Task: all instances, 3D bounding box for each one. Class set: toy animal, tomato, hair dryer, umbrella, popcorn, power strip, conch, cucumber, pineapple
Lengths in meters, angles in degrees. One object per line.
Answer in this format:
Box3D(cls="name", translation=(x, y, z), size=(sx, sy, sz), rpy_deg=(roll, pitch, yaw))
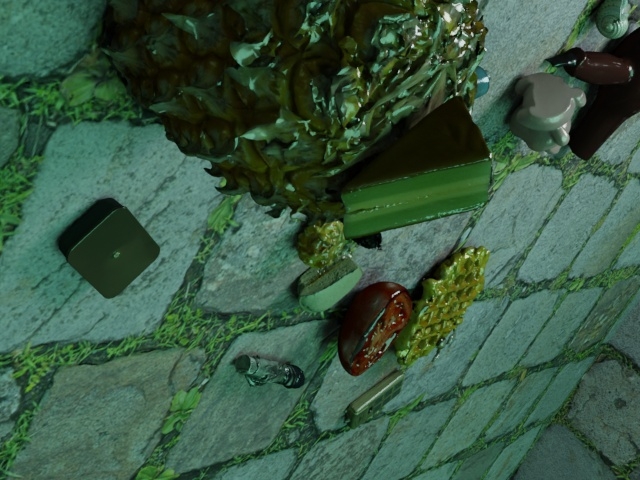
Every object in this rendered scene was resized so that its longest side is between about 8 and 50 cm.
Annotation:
Box3D(cls="toy animal", translation=(0.388, -0.200, 1.690), size=(0.124, 0.124, 0.212), rpy_deg=(-44, 158, -11))
Box3D(cls="tomato", translation=(0.081, 0.146, 1.698), size=(0.174, 0.082, 0.166), rpy_deg=(-50, 157, -9))
Box3D(cls="hair dryer", translation=(0.500, -0.282, 1.790), size=(0.340, 0.123, 0.313), rpy_deg=(-3, 139, -41))
Box3D(cls="umbrella", translation=(-0.081, 0.221, 1.591), size=(0.188, 0.046, 0.050), rpy_deg=(30, 61, -62))
Box3D(cls="popcorn", translation=(0.000, 0.000, 1.429), size=(0.082, 0.057, 0.083), rpy_deg=(-45, 149, -10))
Box3D(cls="power strip", translation=(0.112, 0.341, 2.043), size=(0.169, 0.028, 0.076), rpy_deg=(-33, 149, -29))
Box3D(cls="conch", translation=(0.509, -0.394, 1.680), size=(0.085, 0.056, 0.076), rpy_deg=(-62, 152, -52))
Box3D(cls="cucumber", translation=(0.059, -0.028, 1.488), size=(0.053, 0.053, 0.181), rpy_deg=(-46, 153, -5))
Box3D(cls="pineapple", translation=(-0.013, -0.188, 0.937), size=(0.352, 0.300, 0.352), rpy_deg=(-35, 143, -31))

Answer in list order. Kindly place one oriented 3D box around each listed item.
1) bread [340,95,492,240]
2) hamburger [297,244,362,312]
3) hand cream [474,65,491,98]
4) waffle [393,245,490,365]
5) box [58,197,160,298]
Box3D(cls="bread", translation=(0.076, -0.065, 0.872), size=(0.139, 0.084, 0.074), rpy_deg=(-15, 142, -4))
Box3D(cls="hamburger", translation=(0.010, 0.072, 1.542), size=(0.121, 0.054, 0.084), rpy_deg=(-35, 153, -19))
Box3D(cls="hand cream", translation=(0.171, -0.209, 1.440), size=(0.224, 0.048, 0.083), rpy_deg=(-29, 149, -25))
Box3D(cls="waffle", translation=(0.243, 0.128, 1.941), size=(0.280, 0.060, 0.262), rpy_deg=(-42, 148, -17))
Box3D(cls="box", translation=(-0.244, 0.009, 1.114), size=(0.091, 0.031, 0.126), rpy_deg=(-45, 151, -9))
